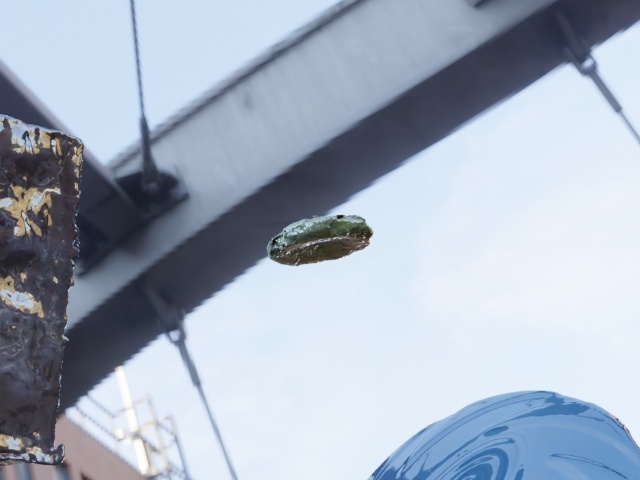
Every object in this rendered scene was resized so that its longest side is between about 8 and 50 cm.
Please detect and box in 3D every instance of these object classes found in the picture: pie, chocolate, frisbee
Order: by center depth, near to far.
[{"bbox_3d":[0.092,0.213,0.849,0.289,0.289,0.049,-36,-61,14],"label":"frisbee"},{"bbox_3d":[0.000,0.000,0.948,0.084,0.020,0.084,-9,-16,-3],"label":"pie"},{"bbox_3d":[-0.289,0.054,1.123,0.112,0.321,0.112,16,-28,-32],"label":"chocolate"}]
